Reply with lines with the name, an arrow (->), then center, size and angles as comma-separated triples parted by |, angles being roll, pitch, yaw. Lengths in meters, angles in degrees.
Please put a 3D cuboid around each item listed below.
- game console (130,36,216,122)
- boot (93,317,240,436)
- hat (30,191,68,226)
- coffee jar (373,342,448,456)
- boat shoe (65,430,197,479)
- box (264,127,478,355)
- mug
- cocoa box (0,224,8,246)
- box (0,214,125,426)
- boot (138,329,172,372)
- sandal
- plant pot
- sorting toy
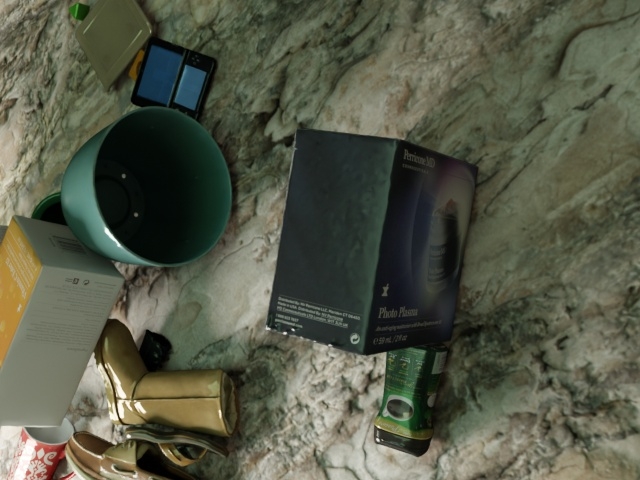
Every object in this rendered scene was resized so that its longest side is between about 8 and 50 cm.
game console -> -0.296, -0.320, 1.494 | 0.124, 0.085, 0.144 | 26, 102, 30
boot -> -0.297, 0.262, 1.445 | 0.269, 0.089, 0.236 | -4, 105, 25
hat -> -0.553, -0.055, 1.680 | 0.208, 0.183, 0.173 | 17, 108, -10
coffee jar -> 0.144, 0.250, 1.199 | 0.096, 0.079, 0.185 | 11, 93, 29
boat shoe -> -0.370, 0.461, 1.498 | 0.323, 0.122, 0.120 | 23, 95, 22
box -> 0.088, 0.002, 1.116 | 0.182, 0.296, 0.294 | 10, 93, 32
mug -> -0.623, 0.494, 1.651 | 0.150, 0.113, 0.169 | 37, 110, 30
cocoa box -> -0.750, 0.112, 1.604 | 0.231, 0.347, 0.228 | 34, 106, 28
box -> -0.556, 0.160, 1.449 | 0.215, 0.168, 0.345 | 38, 107, 45
boot -> -0.372, 0.231, 1.542 | 0.121, 0.045, 0.099 | 33, 107, 21
sandal -> -0.280, 0.401, 1.426 | 0.219, 0.090, 0.060 | 6, 67, 10
plant pot -> -0.355, -0.086, 1.417 | 0.235, 0.293, 0.293 | -8, 83, 46
sorting toy -> -0.444, -0.450, 1.617 | 0.196, 0.047, 0.348 | -44, 66, 27
